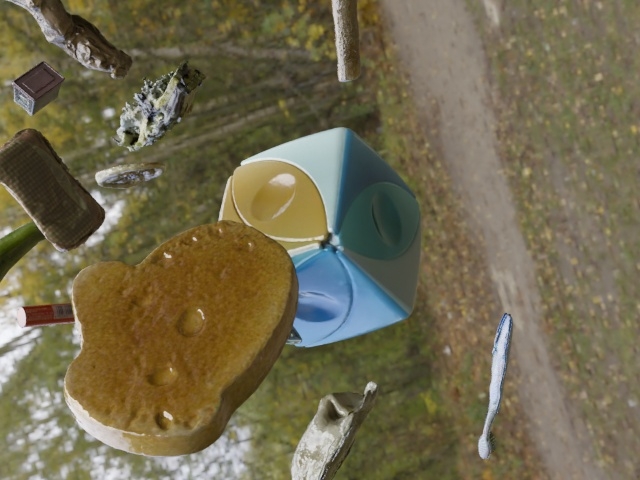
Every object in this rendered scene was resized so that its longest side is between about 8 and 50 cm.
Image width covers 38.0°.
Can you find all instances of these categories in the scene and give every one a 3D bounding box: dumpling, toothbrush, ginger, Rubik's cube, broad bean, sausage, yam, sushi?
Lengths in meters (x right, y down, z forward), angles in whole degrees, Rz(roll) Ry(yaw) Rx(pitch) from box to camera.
[{"bbox_3d":[0.006,0.360,1.629,0.332,0.086,0.166,-60,-16,-28],"label":"dumpling"},{"bbox_3d":[0.369,0.313,1.953,0.035,0.042,0.413,31,136,35],"label":"toothbrush"},{"bbox_3d":[-0.460,-0.394,1.668,0.290,0.084,0.122,36,-154,-24],"label":"ginger"},{"bbox_3d":[0.000,0.000,2.067,0.351,0.352,0.347,40,-137,-38],"label":"Rubik's cube"},{"bbox_3d":[-0.610,0.039,1.772,0.067,0.325,0.075,35,152,30],"label":"broad bean"},{"bbox_3d":[-0.407,0.115,1.454,0.034,0.129,0.034,3,94,47],"label":"sausage"},{"bbox_3d":[0.059,-0.517,2.172,0.066,0.066,0.300,-109,13,-62],"label":"yam"},{"bbox_3d":[-0.381,-0.323,2.221,0.131,0.291,0.139,40,-141,-8],"label":"sushi"}]

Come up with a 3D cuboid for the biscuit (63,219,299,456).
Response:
[{"bbox_3d":[-0.186,0.107,1.152,0.057,0.287,0.344,84,-153,-46],"label":"biscuit"}]

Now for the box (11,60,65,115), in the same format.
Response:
[{"bbox_3d":[-0.540,-0.288,1.777,0.060,0.085,0.063,38,146,4],"label":"box"}]

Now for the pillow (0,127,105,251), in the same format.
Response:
[{"bbox_3d":[-0.459,-0.085,1.570,0.211,0.034,0.135,50,-139,-15],"label":"pillow"}]

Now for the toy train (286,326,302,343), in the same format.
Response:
[{"bbox_3d":[-0.148,0.148,1.905,0.055,0.251,0.048,-65,-5,17],"label":"toy train"}]

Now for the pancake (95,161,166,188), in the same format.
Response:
[{"bbox_3d":[-0.396,-0.139,1.951,0.151,0.151,0.025,84,173,-80],"label":"pancake"}]
